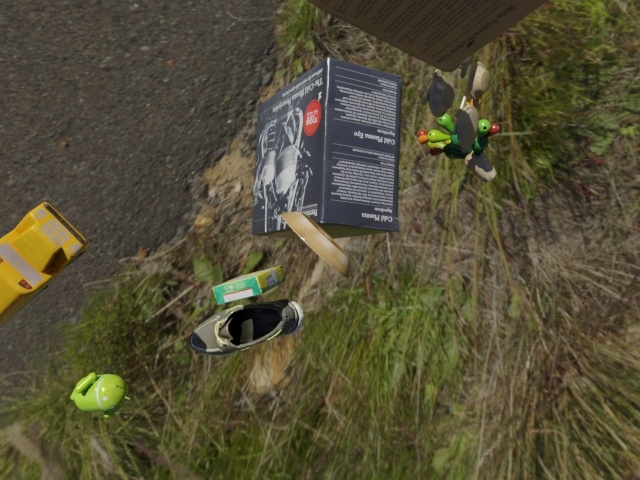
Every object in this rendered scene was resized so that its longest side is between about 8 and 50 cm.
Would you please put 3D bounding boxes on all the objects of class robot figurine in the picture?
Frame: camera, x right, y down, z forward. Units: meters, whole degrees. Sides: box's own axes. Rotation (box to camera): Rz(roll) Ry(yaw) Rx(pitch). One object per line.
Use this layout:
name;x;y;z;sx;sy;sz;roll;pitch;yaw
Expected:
robot figurine;-0.415;0.288;1.045;0.115;0.067;0.101;-10;127;24

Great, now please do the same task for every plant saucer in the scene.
plant saucer;0.000;0.000;0.488;0.083;0.083;0.015;42;94;-14

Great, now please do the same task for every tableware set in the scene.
tableware set;0.202;-0.217;0.787;0.168;0.020;0.141;36;73;-48

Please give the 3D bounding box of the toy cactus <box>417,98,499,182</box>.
toy cactus;0.318;-0.209;1.204;0.180;0.219;0.112;47;65;-14

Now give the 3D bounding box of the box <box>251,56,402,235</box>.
box;0.002;-0.167;1.178;0.178;0.343;0.313;4;84;-29

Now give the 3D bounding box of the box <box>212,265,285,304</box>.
box;-0.148;0.093;1.199;0.105;0.179;0.043;-15;94;16

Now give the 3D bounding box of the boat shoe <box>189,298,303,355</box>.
boat shoe;-0.191;0.204;1.295;0.304;0.091;0.109;-18;76;21

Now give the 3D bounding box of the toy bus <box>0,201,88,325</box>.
toy bus;-0.556;0.062;1.002;0.332;0.130;0.108;-31;106;38

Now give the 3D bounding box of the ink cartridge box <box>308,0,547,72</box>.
ink cartridge box;0.118;-0.278;0.522;0.193;0.234;0.088;19;75;-19
